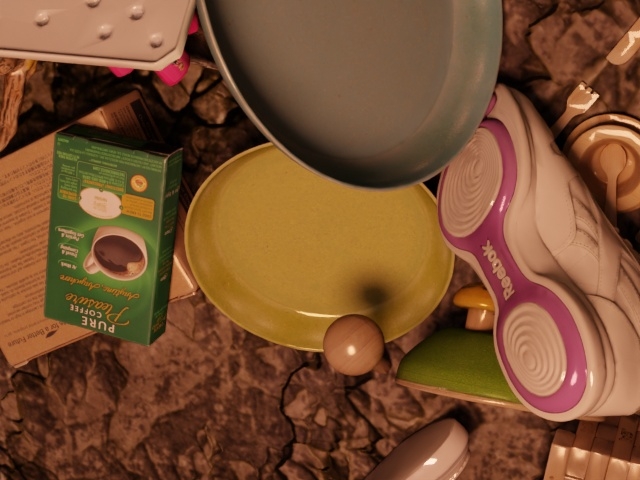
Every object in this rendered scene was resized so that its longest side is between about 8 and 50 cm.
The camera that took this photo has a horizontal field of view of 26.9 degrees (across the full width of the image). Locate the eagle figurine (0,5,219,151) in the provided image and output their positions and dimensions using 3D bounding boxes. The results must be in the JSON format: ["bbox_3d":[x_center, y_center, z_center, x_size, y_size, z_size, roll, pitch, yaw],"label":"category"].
[{"bbox_3d":[-0.152,-0.217,1.137,0.298,0.225,0.226,-11,94,35],"label":"eagle figurine"}]

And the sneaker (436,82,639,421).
[{"bbox_3d":[0.190,0.011,1.094,0.114,0.152,0.305,-42,52,42],"label":"sneaker"}]

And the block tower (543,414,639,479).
[{"bbox_3d":[0.362,0.234,1.150,0.335,0.097,0.091,13,113,14],"label":"block tower"}]

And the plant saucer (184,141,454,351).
[{"bbox_3d":[0.000,0.000,1.197,0.241,0.037,0.241,4,127,5],"label":"plant saucer"}]

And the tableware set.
[{"bbox_3d":[0.270,-0.098,1.094,0.128,0.039,0.194,39,118,4],"label":"tableware set"}]

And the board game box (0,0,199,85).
[{"bbox_3d":[-0.236,-0.314,1.076,0.390,0.050,0.390,7,70,18],"label":"board game box"}]

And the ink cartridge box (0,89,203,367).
[{"bbox_3d":[-0.238,-0.009,1.292,0.235,0.088,0.193,-22,101,25],"label":"ink cartridge box"}]

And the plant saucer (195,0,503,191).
[{"bbox_3d":[0.021,-0.193,1.022,0.044,0.317,0.317,-5,108,47],"label":"plant saucer"}]

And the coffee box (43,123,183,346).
[{"bbox_3d":[-0.188,-0.005,1.204,0.113,0.040,0.184,12,111,15],"label":"coffee box"}]

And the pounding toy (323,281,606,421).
[{"bbox_3d":[0.138,0.081,1.156,0.237,0.183,0.110,9,87,21],"label":"pounding toy"}]

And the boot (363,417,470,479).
[{"bbox_3d":[0.088,0.278,1.280,0.123,0.095,0.258,40,126,-3],"label":"boot"}]
